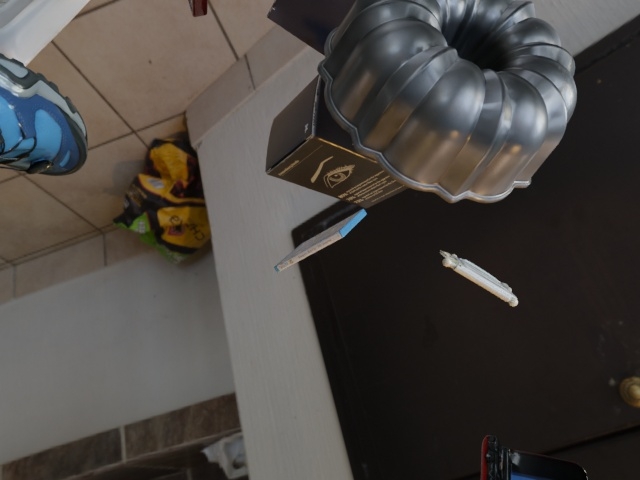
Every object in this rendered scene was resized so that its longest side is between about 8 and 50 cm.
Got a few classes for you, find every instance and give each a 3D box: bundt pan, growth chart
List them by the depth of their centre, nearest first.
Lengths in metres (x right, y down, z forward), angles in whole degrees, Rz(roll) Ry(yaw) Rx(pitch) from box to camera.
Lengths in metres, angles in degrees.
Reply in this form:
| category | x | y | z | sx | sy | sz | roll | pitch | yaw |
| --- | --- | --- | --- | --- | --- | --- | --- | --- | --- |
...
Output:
| category | x | y | z | sx | sy | sz | roll | pitch | yaw |
| --- | --- | --- | --- | --- | --- | --- | --- | --- | --- |
| bundt pan | 0.170 | -0.216 | 0.597 | 0.330 | 0.331 | 0.124 | -4 | 154 | -21 |
| growth chart | 0.311 | 0.067 | 0.961 | 0.021 | 0.172 | 0.237 | -60 | 166 | 10 |

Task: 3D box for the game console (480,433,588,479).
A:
| category | x | y | z | sx | sy | sz | roll | pitch | yaw |
| --- | --- | --- | --- | --- | --- | --- | --- | --- | --- |
| game console | 0.171 | 0.238 | 0.376 | 0.085 | 0.144 | 0.124 | -1 | 151 | 22 |

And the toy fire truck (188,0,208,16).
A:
| category | x | y | z | sx | sy | sz | roll | pitch | yaw |
| --- | --- | --- | --- | --- | --- | --- | --- | --- | --- |
| toy fire truck | -0.288 | -0.671 | 1.059 | 0.169 | 0.254 | 0.302 | -16 | -177 | -15 |

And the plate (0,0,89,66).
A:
| category | x | y | z | sx | sy | sz | roll | pitch | yaw |
| --- | --- | --- | --- | --- | --- | --- | --- | --- | --- |
| plate | -0.513 | -0.380 | 0.802 | 0.277 | 0.278 | 0.045 | 6 | 147 | 24 |

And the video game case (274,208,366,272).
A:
| category | x | y | z | sx | sy | sz | roll | pitch | yaw |
| --- | --- | --- | --- | --- | --- | --- | --- | --- | --- |
| video game case | 0.000 | 0.000 | 0.912 | 0.166 | 0.015 | 0.119 | -29 | -172 | 34 |

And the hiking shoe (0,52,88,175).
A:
| category | x | y | z | sx | sy | sz | roll | pitch | yaw |
| --- | --- | --- | --- | --- | --- | --- | --- | --- | --- |
| hiking shoe | -0.288 | -0.077 | 0.337 | 0.113 | 0.132 | 0.304 | -20 | 167 | 15 |

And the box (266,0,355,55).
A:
| category | x | y | z | sx | sy | sz | roll | pitch | yaw |
| --- | --- | --- | --- | --- | --- | --- | --- | --- | --- |
| box | 0.059 | -0.645 | 1.144 | 0.179 | 0.343 | 0.312 | 32 | 125 | -8 |

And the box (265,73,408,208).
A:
| category | x | y | z | sx | sy | sz | roll | pitch | yaw |
| --- | --- | --- | --- | --- | --- | --- | --- | --- | --- |
| box | 0.040 | -0.146 | 0.769 | 0.207 | 0.108 | 0.153 | 17 | 158 | -29 |
